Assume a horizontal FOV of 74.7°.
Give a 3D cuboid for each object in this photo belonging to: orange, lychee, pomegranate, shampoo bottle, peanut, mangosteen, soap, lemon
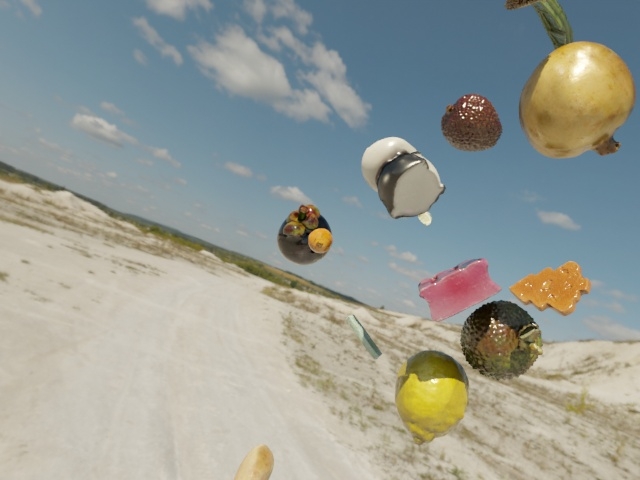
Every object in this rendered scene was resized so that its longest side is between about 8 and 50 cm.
[{"bbox_3d":[-0.001,0.000,1.354,0.083,0.083,0.083,22,-7,3],"label":"orange"},{"bbox_3d":[0.620,0.338,1.441,0.270,0.270,0.320,27,-35,-35],"label":"lychee"},{"bbox_3d":[0.640,-0.491,1.782,0.271,0.236,0.236,37,-10,-15],"label":"lychee"},{"bbox_3d":[0.667,-0.369,1.115,0.307,0.307,0.307,22,-7,3],"label":"pomegranate"},{"bbox_3d":[0.365,-0.081,1.447,0.049,0.034,0.141,44,18,8],"label":"shampoo bottle"},{"bbox_3d":[-0.155,0.538,0.944,0.076,0.152,0.076,18,-35,13],"label":"peanut"},{"bbox_3d":[-0.074,-0.038,1.929,0.275,0.275,0.302,19,-43,23],"label":"mangosteen"},{"bbox_3d":[0.465,0.163,1.462,0.128,0.233,0.359,63,9,9],"label":"soap"},{"bbox_3d":[0.403,0.558,1.536,0.285,0.285,0.316,19,24,27],"label":"lemon"}]

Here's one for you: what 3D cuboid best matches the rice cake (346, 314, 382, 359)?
[{"bbox_3d":[0.146,0.323,1.410,0.033,0.029,0.171,-9,56,-51],"label":"rice cake"}]

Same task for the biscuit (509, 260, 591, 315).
[{"bbox_3d":[0.931,0.198,1.715,0.306,0.284,0.043,-11,-55,48],"label":"biscuit"}]

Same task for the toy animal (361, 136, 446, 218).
[{"bbox_3d":[0.212,-0.185,1.158,0.187,0.165,0.235,41,16,-39],"label":"toy animal"}]

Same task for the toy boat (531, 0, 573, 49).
[{"bbox_3d":[0.655,-0.652,1.208,0.293,0.055,0.093,28,28,-34],"label":"toy boat"}]

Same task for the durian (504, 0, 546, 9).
[{"bbox_3d":[0.513,-0.612,0.988,0.148,0.188,0.091,-9,-52,20],"label":"durian"}]
